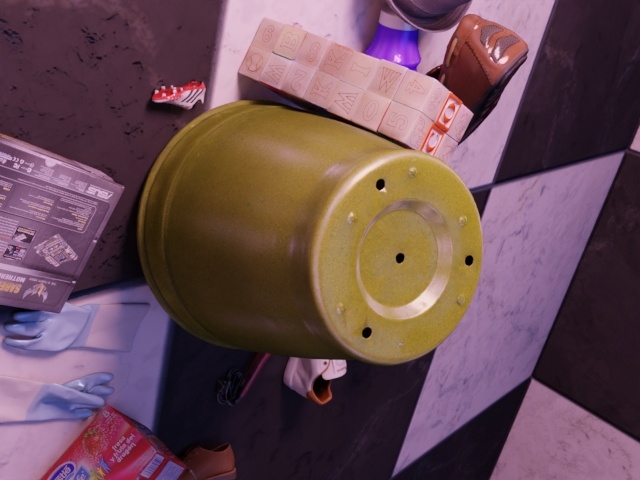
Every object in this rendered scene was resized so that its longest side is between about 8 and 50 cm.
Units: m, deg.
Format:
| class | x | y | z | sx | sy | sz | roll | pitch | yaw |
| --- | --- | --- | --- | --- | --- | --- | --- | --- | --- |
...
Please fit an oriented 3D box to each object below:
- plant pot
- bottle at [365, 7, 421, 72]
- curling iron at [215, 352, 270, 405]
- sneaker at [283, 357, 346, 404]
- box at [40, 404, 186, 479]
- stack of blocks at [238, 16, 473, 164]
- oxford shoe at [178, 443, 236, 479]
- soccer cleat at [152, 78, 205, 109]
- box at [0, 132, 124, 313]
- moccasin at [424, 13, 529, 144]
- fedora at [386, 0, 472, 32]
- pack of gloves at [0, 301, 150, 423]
| class | x | y | z | sx | sy | sz | roll | pitch | yaw |
| --- | --- | --- | --- | --- | --- | --- | --- | --- | --- |
| plant pot | 0.000 | 0.000 | 0.926 | 0.367 | 0.353 | 0.366 | -5 | 99 | -31 |
| bottle | 0.110 | -0.245 | 1.239 | 0.118 | 0.092 | 0.282 | -21 | 132 | -39 |
| curling iron | -0.101 | 0.192 | 1.358 | 0.274 | 0.035 | 0.068 | -53 | 147 | -9 |
| sneaker | 0.017 | 0.193 | 1.442 | 0.106 | 0.123 | 0.290 | -17 | 127 | -45 |
| box | -0.345 | 0.395 | 1.102 | 0.257 | 0.123 | 0.128 | -50 | 153 | -14 |
| stack of blocks | 0.055 | -0.199 | 1.009 | 0.171 | 0.297 | 0.087 | 17 | 101 | -56 |
| oxford shoe | -0.244 | 0.417 | 1.335 | 0.212 | 0.076 | 0.076 | 0 | 86 | -51 |
| soccer cleat | -0.182 | -0.185 | 0.950 | 0.083 | 0.029 | 0.035 | -31 | 134 | -44 |
| box | -0.355 | -0.022 | 0.820 | 0.231 | 0.056 | 0.183 | 22 | 98 | -57 |
| moccasin | 0.234 | -0.265 | 1.303 | 0.139 | 0.147 | 0.380 | -45 | 172 | -10 |
| fedora | 0.204 | -0.447 | 1.106 | 0.275 | 0.124 | 0.243 | -38 | 119 | -33 |
| pack of gloves | -0.345 | 0.175 | 1.005 | 0.232 | 0.046 | 0.195 | 14 | 105 | -57 |
